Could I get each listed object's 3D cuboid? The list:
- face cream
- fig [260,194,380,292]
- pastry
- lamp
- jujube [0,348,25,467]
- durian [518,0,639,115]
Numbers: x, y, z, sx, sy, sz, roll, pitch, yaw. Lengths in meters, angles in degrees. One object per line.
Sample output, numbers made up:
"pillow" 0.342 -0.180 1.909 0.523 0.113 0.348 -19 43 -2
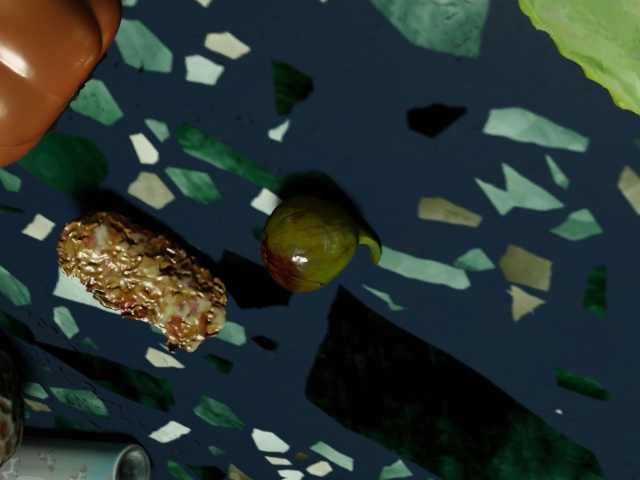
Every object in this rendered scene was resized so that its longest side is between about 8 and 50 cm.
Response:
"face cream" -0.320 0.280 1.354 0.229 0.075 0.075 -2 132 30
"fig" 0.000 0.000 0.903 0.098 0.082 0.084 -17 118 -10
"pastry" -0.161 0.033 1.007 0.169 0.087 0.063 36 172 -11
"lamp" -0.237 -0.150 0.774 0.164 0.188 0.187 37 138 -12
"jujube" -0.474 0.147 1.198 0.226 0.226 0.317 -22 116 41
"durian" 0.187 -0.125 0.569 0.158 0.169 0.352 -31 139 24
